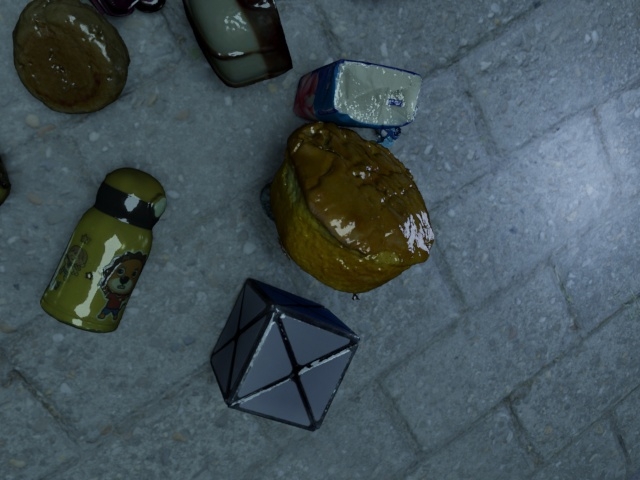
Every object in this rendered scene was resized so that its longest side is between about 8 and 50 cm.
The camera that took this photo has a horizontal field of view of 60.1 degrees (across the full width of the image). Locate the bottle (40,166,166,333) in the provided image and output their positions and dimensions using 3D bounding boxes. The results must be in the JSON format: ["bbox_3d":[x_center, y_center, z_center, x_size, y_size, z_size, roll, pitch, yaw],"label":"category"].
[{"bbox_3d":[-0.456,0.011,1.202,0.171,0.171,0.352,24,93,-23],"label":"bottle"}]

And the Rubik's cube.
[{"bbox_3d":[-0.096,0.271,1.345,0.259,0.260,0.255,23,92,-20],"label":"Rubik's cube"}]

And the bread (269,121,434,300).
[{"bbox_3d":[0.069,-0.080,1.213,0.397,0.398,0.215,25,126,-23],"label":"bread"}]

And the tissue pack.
[{"bbox_3d":[0.079,-0.324,1.273,0.209,0.269,0.137,2,98,-22],"label":"tissue pack"}]

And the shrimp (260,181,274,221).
[{"bbox_3d":[-0.002,-0.001,1.365,0.372,0.172,0.137,37,120,-8],"label":"shrimp"}]

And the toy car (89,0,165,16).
[{"bbox_3d":[-0.368,-0.628,1.070,0.340,0.271,0.240,-44,94,-6],"label":"toy car"}]

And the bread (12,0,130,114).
[{"bbox_3d":[-0.491,-0.368,1.109,0.229,0.123,0.230,2,123,3],"label":"bread"}]

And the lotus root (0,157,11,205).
[{"bbox_3d":[-0.756,-0.095,1.081,0.274,0.160,0.152,-17,131,-15],"label":"lotus root"}]

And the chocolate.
[{"bbox_3d":[-0.183,-0.468,1.166,0.186,0.284,0.284,-16,107,-1],"label":"chocolate"}]

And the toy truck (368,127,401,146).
[{"bbox_3d":[0.159,-0.272,1.435,0.073,0.056,0.090,35,101,-29],"label":"toy truck"}]
